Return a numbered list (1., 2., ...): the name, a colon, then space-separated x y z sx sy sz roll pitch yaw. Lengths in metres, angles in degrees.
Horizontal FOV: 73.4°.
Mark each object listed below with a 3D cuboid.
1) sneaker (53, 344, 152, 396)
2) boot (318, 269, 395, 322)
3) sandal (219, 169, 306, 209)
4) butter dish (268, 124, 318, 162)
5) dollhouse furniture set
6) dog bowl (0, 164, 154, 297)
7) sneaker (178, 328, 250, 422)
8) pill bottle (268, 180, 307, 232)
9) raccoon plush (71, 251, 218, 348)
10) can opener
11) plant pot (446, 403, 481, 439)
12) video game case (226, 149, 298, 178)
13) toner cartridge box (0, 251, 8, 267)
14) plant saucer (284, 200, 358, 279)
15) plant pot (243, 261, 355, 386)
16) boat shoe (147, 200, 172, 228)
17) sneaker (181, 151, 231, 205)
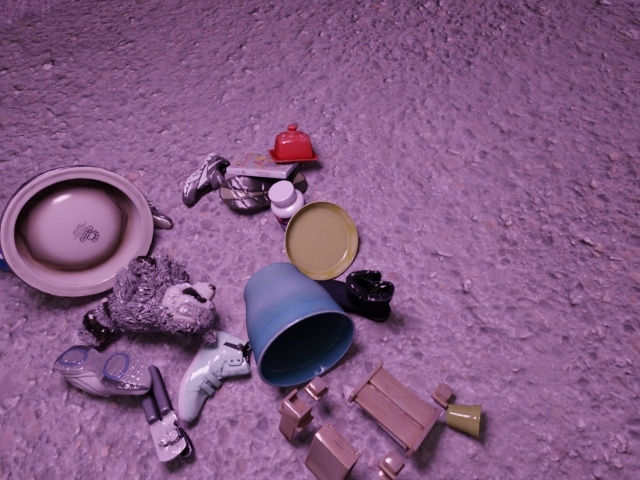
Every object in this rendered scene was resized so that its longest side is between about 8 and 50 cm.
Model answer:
1. sneaker: -0.585 0.375 1.190 0.296 0.130 0.111 7 36 20
2. boot: 0.086 0.136 1.199 0.246 0.207 0.094 18 64 17
3. sandal: -0.195 -0.167 1.481 0.302 0.086 0.120 -10 83 -19
4. butter dish: -0.095 -0.338 1.478 0.159 0.119 0.160 -4 27 -12
5. dollhouse furniture set: 0.113 0.442 1.113 0.303 0.174 0.355 37 47 24
6. dog bowl: -0.737 -0.042 1.310 0.408 0.408 0.150 -45 43 -18
7. sneaker: -0.279 0.373 1.170 0.150 0.094 0.256 7 59 18
8. pill bottle: -0.092 -0.095 1.351 0.107 0.194 0.108 -9 54 13
9. raccoon plush: -0.477 0.255 1.220 0.446 0.216 0.299 -48 56 13
10. can opener: -0.427 0.466 1.154 0.074 0.093 0.280 -32 53 -12
11. plant pot: 0.357 0.443 1.074 0.079 0.083 0.084 5 61 24
12. video game case: -0.188 -0.269 1.499 0.206 0.026 0.227 6 28 10
13. toner cartridge box: -1.054 0.041 1.417 0.347 0.165 0.075 13 64 14
14. plant saucer: 0.000 0.000 1.319 0.240 0.037 0.241 -1 92 -21
15. plant pot: -0.086 0.204 1.164 0.271 0.272 0.255 -29 47 -10
16. boat shoe: -0.607 -0.106 1.492 0.232 0.084 0.079 19 65 20
17. sneaker: -0.400 -0.215 1.532 0.106 0.078 0.235 19 62 19
